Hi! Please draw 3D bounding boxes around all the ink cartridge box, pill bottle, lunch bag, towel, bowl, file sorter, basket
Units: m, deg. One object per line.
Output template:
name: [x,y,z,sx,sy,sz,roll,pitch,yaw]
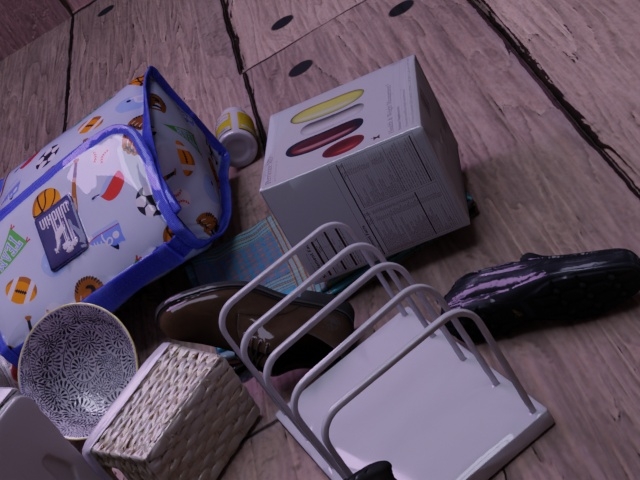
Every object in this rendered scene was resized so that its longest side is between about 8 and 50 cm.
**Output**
ink cartridge box: [-0.397,0.279,1.344,0.306,0.226,0.131,-5,40,42]
pill bottle: [-0.135,-0.169,1.921,0.065,0.065,0.116,-28,30,10]
lunch bag: [-0.306,-0.026,1.694,0.327,0.239,0.385,-35,30,15]
towel: [0.000,0.000,1.559,0.370,0.040,0.271,-33,30,1]
bowl: [-0.289,0.166,1.526,0.170,0.170,0.080,-26,-14,13]
file sorter: [0.048,0.126,1.183,0.193,0.173,0.277,-39,30,-9]
basket: [-0.159,0.209,1.329,0.103,0.113,0.167,3,45,42]

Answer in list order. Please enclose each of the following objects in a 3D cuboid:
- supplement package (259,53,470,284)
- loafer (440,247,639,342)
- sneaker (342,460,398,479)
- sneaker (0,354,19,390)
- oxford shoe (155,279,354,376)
supplement package: [0.053,-0.088,1.454,0.203,0.149,0.194,-22,30,15]
loafer: [0.223,0.042,1.230,0.223,0.076,0.078,-18,40,33]
sneaker: [-0.004,0.323,1.002,0.286,0.130,0.109,-51,-12,10]
sneaker: [-0.484,0.205,1.671,0.225,0.088,0.092,-19,10,40]
oxford shoe: [-0.075,0.103,1.352,0.227,0.083,0.096,3,42,0]
